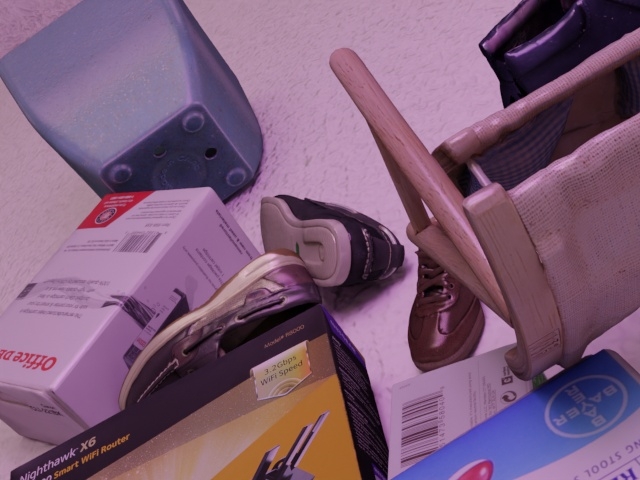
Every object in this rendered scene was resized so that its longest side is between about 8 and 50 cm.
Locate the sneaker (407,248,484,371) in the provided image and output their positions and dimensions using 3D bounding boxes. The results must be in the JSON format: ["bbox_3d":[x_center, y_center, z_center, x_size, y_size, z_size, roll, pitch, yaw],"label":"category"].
[{"bbox_3d":[0.099,0.024,0.833,0.066,0.071,0.188,-16,35,31],"label":"sneaker"}]

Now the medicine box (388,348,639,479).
[{"bbox_3d":[0.106,0.228,0.428,0.263,0.149,0.289,-32,25,0],"label":"medicine box"}]

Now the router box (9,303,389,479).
[{"bbox_3d":[-0.093,0.215,0.728,0.308,0.081,0.243,-29,36,11],"label":"router box"}]

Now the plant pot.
[{"bbox_3d":[-0.215,-0.148,1.248,0.247,0.248,0.252,-35,46,1],"label":"plant pot"}]

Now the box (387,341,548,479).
[{"bbox_3d":[0.107,0.140,0.642,0.102,0.087,0.101,-22,32,22],"label":"box"}]

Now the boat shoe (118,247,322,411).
[{"bbox_3d":[-0.091,0.102,0.906,0.223,0.080,0.073,-43,44,4],"label":"boat shoe"}]

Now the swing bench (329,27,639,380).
[{"bbox_3d":[0.173,-0.064,0.555,0.253,0.165,0.255,-29,30,-1],"label":"swing bench"}]

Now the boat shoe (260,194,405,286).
[{"bbox_3d":[0.000,0.000,0.988,0.079,0.084,0.233,-7,12,-24],"label":"boat shoe"}]

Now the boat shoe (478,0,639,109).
[{"bbox_3d":[0.296,-0.193,0.851,0.340,0.158,0.127,-38,30,-3],"label":"boat shoe"}]

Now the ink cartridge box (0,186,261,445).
[{"bbox_3d":[-0.219,0.078,1.040,0.197,0.114,0.273,0,44,44],"label":"ink cartridge box"}]
